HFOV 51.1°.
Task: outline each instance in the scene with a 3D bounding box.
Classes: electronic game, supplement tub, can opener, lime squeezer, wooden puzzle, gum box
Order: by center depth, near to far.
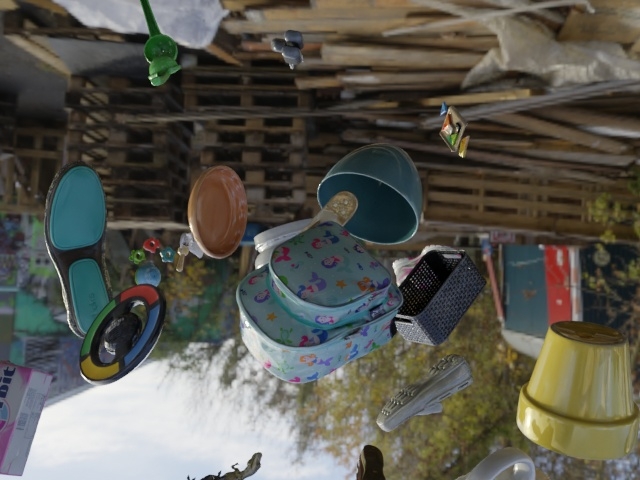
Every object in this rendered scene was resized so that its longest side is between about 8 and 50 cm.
[{"bbox_3d":[-0.263,-0.315,1.103,0.058,0.310,0.110,-8,140,-13],"label":"lime squeezer"},{"bbox_3d":[-0.555,0.306,1.175,0.107,0.189,0.062,4,159,18],"label":"gum box"},{"bbox_3d":[-0.403,0.187,1.363,0.229,0.229,0.048,-1,146,42],"label":"electronic game"},{"bbox_3d":[0.272,-0.230,1.381,0.014,0.079,0.116,-7,-138,-22],"label":"wooden puzzle"},{"bbox_3d":[-0.083,-0.489,1.720,0.093,0.074,0.280,8,-170,-6],"label":"can opener"},{"bbox_3d":[-0.048,0.121,1.869,0.235,0.325,0.235,-17,173,-2],"label":"supplement tub"}]

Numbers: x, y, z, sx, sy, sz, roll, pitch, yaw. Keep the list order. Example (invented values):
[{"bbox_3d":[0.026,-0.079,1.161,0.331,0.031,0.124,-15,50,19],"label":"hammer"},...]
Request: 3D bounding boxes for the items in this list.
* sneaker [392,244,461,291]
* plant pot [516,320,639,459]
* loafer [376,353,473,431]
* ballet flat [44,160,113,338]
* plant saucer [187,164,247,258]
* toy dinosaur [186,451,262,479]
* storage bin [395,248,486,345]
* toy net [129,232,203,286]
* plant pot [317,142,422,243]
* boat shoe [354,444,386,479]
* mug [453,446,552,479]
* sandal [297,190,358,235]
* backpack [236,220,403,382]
[{"bbox_3d":[0.336,0.094,2.092,0.103,0.111,0.252,22,146,-34],"label":"sneaker"},{"bbox_3d":[0.575,0.314,1.479,0.253,0.239,0.254,3,-169,-1],"label":"plant pot"},{"bbox_3d":[0.306,0.453,1.919,0.319,0.111,0.112,-33,-174,-12],"label":"loafer"},{"bbox_3d":[-0.657,0.025,1.802,0.164,0.483,0.182,-12,-164,-33],"label":"ballet flat"},{"bbox_3d":[-0.225,-0.062,1.447,0.037,0.200,0.200,3,178,26],"label":"plant saucer"},{"bbox_3d":[-0.271,0.618,1.701,0.268,0.064,0.118,-27,148,2],"label":"toy dinosaur"},{"bbox_3d":[0.224,0.109,1.317,0.084,0.180,0.122,50,156,-22],"label":"storage bin"},{"bbox_3d":[-0.402,0.030,1.782,0.045,0.122,0.232,-10,-159,48],"label":"toy net"},{"bbox_3d":[0.161,-0.155,1.858,0.290,0.195,0.290,18,148,12],"label":"plant pot"},{"bbox_3d":[0.110,0.546,1.507,0.064,0.060,0.178,22,-151,-9],"label":"boat shoe"},{"bbox_3d":[0.353,0.610,1.440,0.328,0.374,0.276,-3,-156,-34],"label":"mug"},{"bbox_3d":[-0.005,-0.004,1.431,0.088,0.240,0.079,35,-170,3],"label":"sandal"},{"bbox_3d":[-0.010,0.105,1.125,0.253,0.191,0.225,-28,-128,-22],"label":"backpack"}]
